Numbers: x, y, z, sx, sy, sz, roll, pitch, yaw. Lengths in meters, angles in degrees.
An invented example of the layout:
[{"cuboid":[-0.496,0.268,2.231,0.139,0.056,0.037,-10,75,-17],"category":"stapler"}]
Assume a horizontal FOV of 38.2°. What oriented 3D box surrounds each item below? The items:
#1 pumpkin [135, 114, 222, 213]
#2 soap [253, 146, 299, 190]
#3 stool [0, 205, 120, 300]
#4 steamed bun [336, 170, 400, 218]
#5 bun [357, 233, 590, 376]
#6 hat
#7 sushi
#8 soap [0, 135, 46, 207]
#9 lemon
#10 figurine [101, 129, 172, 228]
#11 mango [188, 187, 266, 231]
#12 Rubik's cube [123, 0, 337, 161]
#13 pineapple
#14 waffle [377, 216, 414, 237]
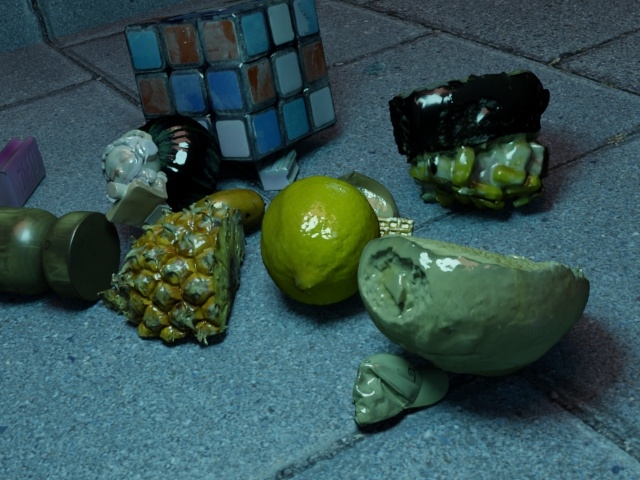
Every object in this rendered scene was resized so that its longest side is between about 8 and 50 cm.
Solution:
[{"cuboid":[-0.317,-0.152,2.092,0.248,0.248,0.248,-6,30,4],"category":"pumpkin"},{"cuboid":[-0.106,-0.177,2.212,0.100,0.056,0.149,-4,30,13],"category":"soap"},{"cuboid":[-0.562,0.023,1.860,0.264,0.179,0.179,5,32,21],"category":"stool"},{"cuboid":[0.075,-0.078,1.947,0.212,0.110,0.231,15,40,34],"category":"steamed bun"},{"cuboid":[0.233,0.108,1.469,0.364,0.202,0.364,9,4,-1],"category":"bun"},{"cuboid":[0.123,0.225,1.450,0.166,0.081,0.122,-4,31,-13],"category":"hat"},{"cuboid":[0.314,-0.205,1.966,0.328,0.285,0.328,-14,8,-20],"category":"sushi"},{"cuboid":[-0.756,-0.166,2.294,0.065,0.122,0.203,-4,31,8],"category":"soap"},{"cuboid":[0.000,-0.003,1.713,0.236,0.236,0.263,-16,48,-12],"category":"lemon"},{"cuboid":[-0.392,-0.134,1.895,0.141,0.162,0.237,22,33,-37],"category":"figurine"},{"cuboid":[-0.194,-0.062,1.964,0.178,0.090,0.115,-1,-24,-44],"category":"mango"},{"cuboid":[-0.209,-0.393,2.243,0.362,0.359,0.363,4,25,32],"category":"Rubik's cube"},{"cuboid":[-0.307,0.030,1.751,0.286,0.209,0.344,-5,29,7],"category":"pineapple"},{"cuboid":[0.117,-0.004,1.841,0.135,0.092,0.021,2,-13,18],"category":"waffle"}]
